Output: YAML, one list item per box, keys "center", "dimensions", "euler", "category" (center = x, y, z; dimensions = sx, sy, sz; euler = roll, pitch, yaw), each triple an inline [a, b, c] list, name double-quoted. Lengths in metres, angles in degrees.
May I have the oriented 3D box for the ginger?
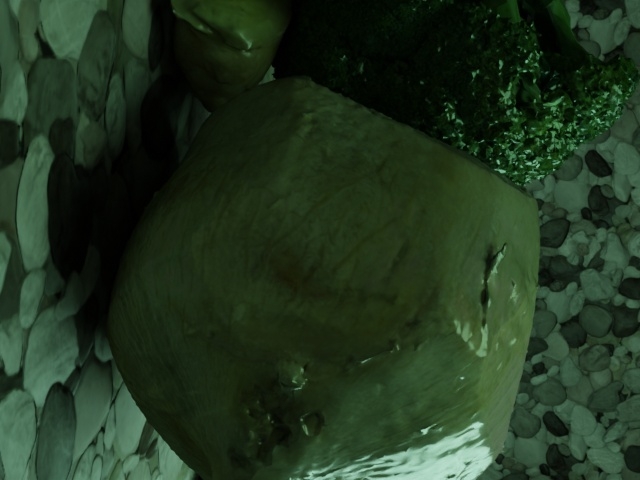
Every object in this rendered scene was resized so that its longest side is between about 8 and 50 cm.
- center: [-0.089, -0.215, 1.056]
  dimensions: [0.193, 0.115, 0.122]
  euler: [-73, -175, -48]
  category: "ginger"

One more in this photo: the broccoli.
- center: [0.123, -0.178, 1.137]
  dimensions: [0.321, 0.414, 0.309]
  euler: [-59, 163, -51]
  category: "broccoli"

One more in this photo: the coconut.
- center: [-0.001, 0.078, 0.960]
  dimensions: [0.404, 0.405, 0.404]
  euler: [9, 90, -79]
  category: "coconut"
